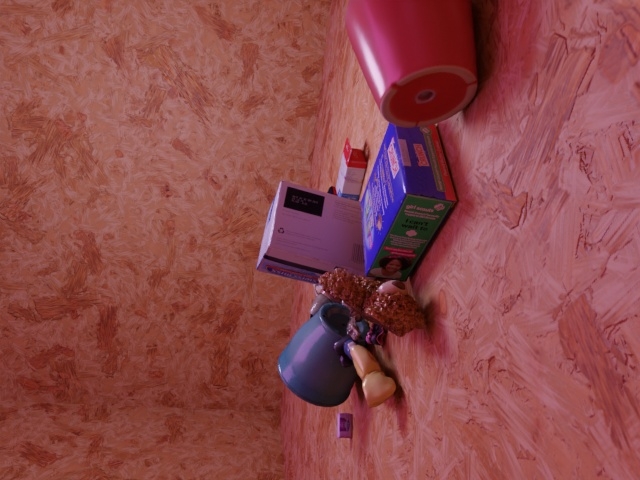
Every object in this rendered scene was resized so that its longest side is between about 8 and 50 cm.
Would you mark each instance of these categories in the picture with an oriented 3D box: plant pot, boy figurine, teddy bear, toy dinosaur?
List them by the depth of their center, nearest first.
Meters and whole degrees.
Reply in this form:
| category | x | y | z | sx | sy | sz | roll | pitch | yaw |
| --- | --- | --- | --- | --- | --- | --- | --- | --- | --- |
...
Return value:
| category | x | y | z | sx | sy | sz | roll | pitch | yaw |
| --- | --- | --- | --- | --- | --- | --- | --- | --- | --- |
| plant pot | 0.197 | -0.388 | 0.968 | 0.275 | 0.275 | 0.243 | 116 | 149 | -66 |
| teddy bear | 0.122 | 0.135 | 1.167 | 0.113 | 0.245 | 0.338 | -57 | 6 | -8 |
| boy figurine | 0.128 | 0.370 | 1.300 | 0.177 | 0.092 | 0.285 | 66 | 172 | -20 |
| toy dinosaur | 0.134 | 0.179 | 1.408 | 0.118 | 0.064 | 0.268 | -63 | -5 | 35 |
| plant pot | 0.030 | 0.356 | 1.554 | 0.271 | 0.272 | 0.255 | -101 | 33 | -60 |

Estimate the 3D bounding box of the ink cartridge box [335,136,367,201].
| category | x | y | z | sx | sy | sz | roll | pitch | yaw |
| --- | --- | --- | --- | --- | --- | --- | --- | --- | --- |
| ink cartridge box | 0.123 | -0.275 | 1.854 | 0.134 | 0.078 | 0.231 | -99 | 17 | -55 |

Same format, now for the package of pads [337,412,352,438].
| category | x | y | z | sx | sy | sz | roll | pitch | yaw |
| --- | --- | --- | --- | --- | --- | --- | --- | --- | --- |
| package of pads | 0.083 | 0.644 | 1.631 | 0.032 | 0.050 | 0.083 | 117 | 156 | -67 |

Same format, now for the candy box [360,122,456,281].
| category | x | y | z | sx | sy | sz | roll | pitch | yaw |
| --- | --- | --- | --- | --- | --- | --- | --- | --- | --- |
| candy box | 0.196 | -0.097 | 1.158 | 0.317 | 0.122 | 0.268 | 105 | 168 | -51 |

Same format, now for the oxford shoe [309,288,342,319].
| category | x | y | z | sx | sy | sz | roll | pitch | yaw |
| --- | --- | --- | --- | --- | --- | --- | --- | --- | --- |
| oxford shoe | 0.013 | 0.306 | 1.774 | 0.130 | 0.123 | 0.348 | -44 | -33 | -22 |

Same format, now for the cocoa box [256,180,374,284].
| category | x | y | z | sx | sy | sz | roll | pitch | yaw |
| --- | --- | --- | --- | --- | --- | --- | --- | --- | --- |
| cocoa box | 0.000 | 0.000 | 1.475 | 0.228 | 0.347 | 0.231 | 128 | 154 | -63 |

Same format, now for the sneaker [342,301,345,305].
| category | x | y | z | sx | sy | sz | roll | pitch | yaw |
| --- | --- | --- | --- | --- | --- | --- | --- | --- | --- |
| sneaker | 0.103 | 0.155 | 1.650 | 0.069 | 0.084 | 0.185 | -35 | 50 | 47 |

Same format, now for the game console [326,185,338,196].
| category | x | y | z | sx | sy | sz | roll | pitch | yaw |
| --- | --- | --- | --- | --- | --- | --- | --- | --- | --- |
| game console | 0.039 | -0.052 | 2.313 | 0.386 | 0.060 | 0.342 | 118 | 156 | -69 |

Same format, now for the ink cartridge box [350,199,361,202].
| category | x | y | z | sx | sy | sz | roll | pitch | yaw |
| --- | --- | --- | --- | --- | --- | --- | --- | --- | --- |
| ink cartridge box | 0.120 | -0.061 | 1.701 | 0.090 | 0.092 | 0.143 | 111 | 161 | -57 |

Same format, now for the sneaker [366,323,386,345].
| category | x | y | z | sx | sy | sz | roll | pitch | yaw |
| --- | --- | --- | --- | --- | --- | --- | --- | --- | --- |
| sneaker | 0.174 | 0.250 | 1.366 | 0.057 | 0.047 | 0.119 | 15 | 94 | 51 |

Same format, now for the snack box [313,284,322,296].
| category | x | y | z | sx | sy | sz | roll | pitch | yaw |
| --- | --- | --- | --- | --- | --- | --- | --- | --- | --- |
| snack box | 0.013 | 0.052 | 1.781 | 0.187 | 0.060 | 0.322 | -20 | 84 | 59 |
